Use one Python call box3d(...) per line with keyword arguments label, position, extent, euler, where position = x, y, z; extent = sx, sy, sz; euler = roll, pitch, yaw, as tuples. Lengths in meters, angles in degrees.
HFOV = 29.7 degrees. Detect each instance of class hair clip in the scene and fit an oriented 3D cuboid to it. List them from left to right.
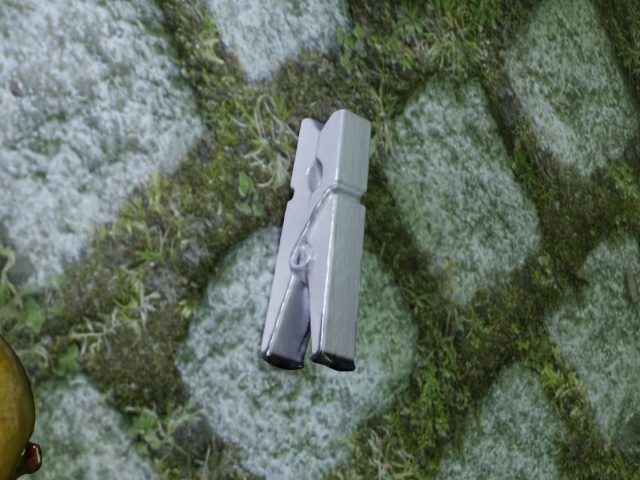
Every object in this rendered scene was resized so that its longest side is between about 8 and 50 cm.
box3d(label="hair clip", position=(0.003, 0.001, 1.527), extent=(0.085, 0.101, 0.331), euler=(22, 69, -38))

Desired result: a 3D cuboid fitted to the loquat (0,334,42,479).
box3d(label="loquat", position=(-0.368, 0.157, 1.065), extent=(0.238, 0.193, 0.238), euler=(21, 51, -29))
